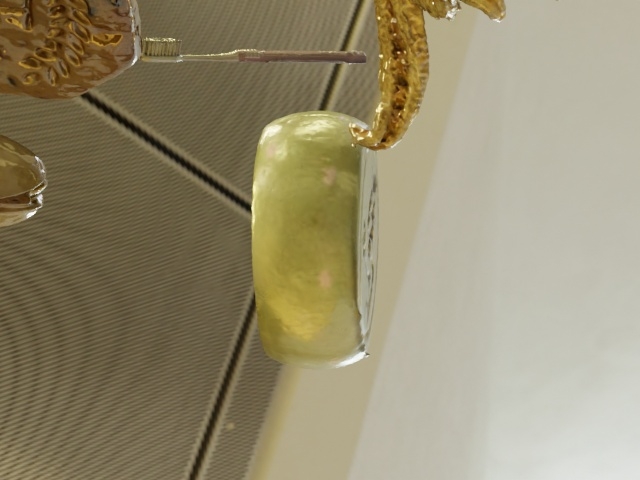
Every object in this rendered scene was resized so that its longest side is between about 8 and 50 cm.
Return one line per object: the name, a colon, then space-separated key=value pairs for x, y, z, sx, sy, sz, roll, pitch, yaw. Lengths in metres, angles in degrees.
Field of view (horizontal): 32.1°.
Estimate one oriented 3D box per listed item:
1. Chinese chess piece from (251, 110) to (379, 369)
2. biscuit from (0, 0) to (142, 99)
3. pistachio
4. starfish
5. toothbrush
Chinese chess piece: x=0.000 y=0.000 z=1.080 sx=0.250 sy=0.101 sz=0.250 roll=0 pitch=-90 yaw=-83
biscuit: x=-0.374 y=-0.269 z=1.253 sx=0.359 sy=0.359 sz=0.046 roll=29 pitch=-126 yaw=-31
pistachio: x=-0.344 y=-0.058 z=1.092 sx=0.149 sy=0.113 sz=0.113 roll=1 pitch=-106 yaw=-3
starfish: x=0.039 y=-0.228 z=0.909 sx=0.094 sy=0.375 sz=0.327 roll=-25 pitch=-66 yaw=-17
toothbrush: x=-0.082 y=-0.254 z=1.506 sx=0.354 sy=0.024 sz=0.029 roll=-5 pitch=-58 yaw=-34
